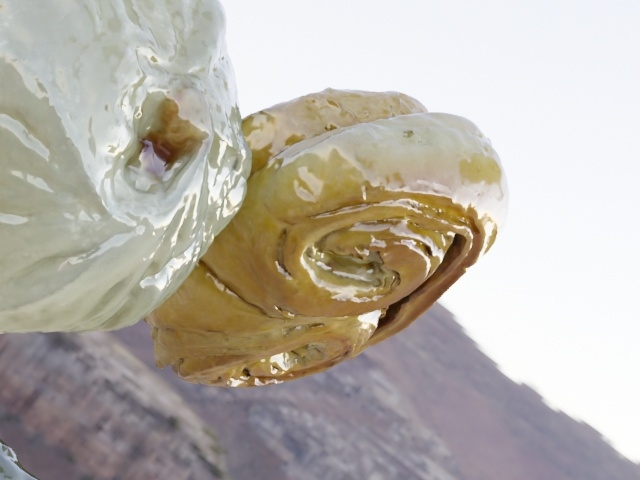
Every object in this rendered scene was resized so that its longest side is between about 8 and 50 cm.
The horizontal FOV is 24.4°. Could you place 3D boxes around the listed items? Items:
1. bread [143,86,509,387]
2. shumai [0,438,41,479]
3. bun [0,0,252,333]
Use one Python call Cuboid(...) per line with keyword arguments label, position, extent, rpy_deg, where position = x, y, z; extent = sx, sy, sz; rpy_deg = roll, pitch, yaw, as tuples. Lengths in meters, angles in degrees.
Cuboid(label="bread", position=(0.003, 0.000, 0.908), extent=(0.198, 0.236, 0.120), rpy_deg=(-1, 57, -42))
Cuboid(label="shumai", position=(-0.166, 0.124, 0.313), extent=(0.222, 0.203, 0.272), rpy_deg=(12, 37, -57))
Cuboid(label="bun", position=(-0.111, -0.051, 0.721), extent=(0.134, 0.220, 0.220), rpy_deg=(16, -18, 40))
